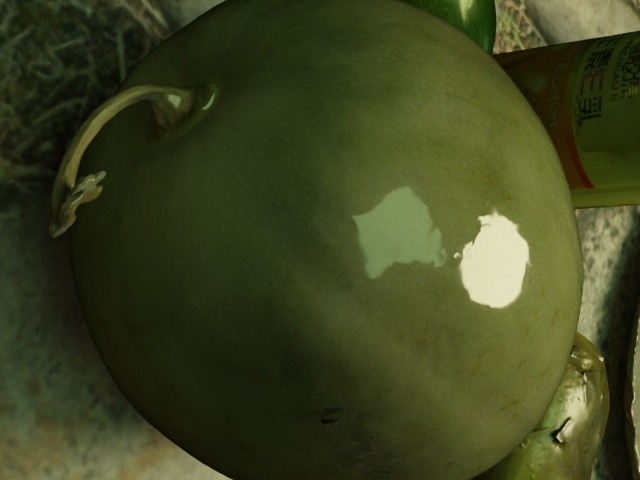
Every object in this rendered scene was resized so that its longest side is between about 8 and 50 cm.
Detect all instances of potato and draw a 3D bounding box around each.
[{"bbox_3d":[0.156,0.171,0.756,0.117,0.090,0.225,13,89,-44],"label":"potato"}]

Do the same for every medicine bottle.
[{"bbox_3d":[0.194,-0.081,0.685,0.124,0.239,0.124,2,87,-40],"label":"medicine bottle"}]

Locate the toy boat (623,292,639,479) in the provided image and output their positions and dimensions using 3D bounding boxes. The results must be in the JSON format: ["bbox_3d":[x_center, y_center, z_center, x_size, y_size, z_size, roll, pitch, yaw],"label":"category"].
[{"bbox_3d":[0.360,0.163,0.924,0.293,0.111,0.276,32,72,-21],"label":"toy boat"}]

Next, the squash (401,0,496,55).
[{"bbox_3d":[0.029,-0.266,0.639,0.101,0.101,0.378,-34,110,-33],"label":"squash"}]

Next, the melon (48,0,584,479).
[{"bbox_3d":[0.007,0.009,0.532,0.272,0.272,0.308,-44,134,-29],"label":"melon"}]
